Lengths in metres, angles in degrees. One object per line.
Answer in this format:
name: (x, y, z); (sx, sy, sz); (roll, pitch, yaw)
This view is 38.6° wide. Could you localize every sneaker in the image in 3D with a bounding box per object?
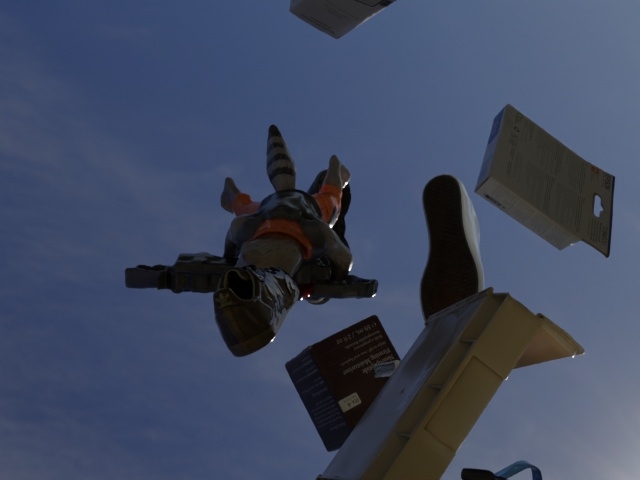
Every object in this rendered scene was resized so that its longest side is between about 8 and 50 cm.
sneaker: (0.233, 0.042, 1.531); (0.123, 0.106, 0.290); (34, -125, -60)
sneaker: (-0.068, 0.050, 0.943); (0.188, 0.066, 0.071); (-81, -33, -73)
sneaker: (0.000, 0.000, 1.752); (0.101, 0.106, 0.267); (19, -114, -26)

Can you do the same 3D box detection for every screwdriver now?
screwdriver: (0.300, 0.374, 1.406); (0.170, 0.025, 0.024); (8, -148, 20)

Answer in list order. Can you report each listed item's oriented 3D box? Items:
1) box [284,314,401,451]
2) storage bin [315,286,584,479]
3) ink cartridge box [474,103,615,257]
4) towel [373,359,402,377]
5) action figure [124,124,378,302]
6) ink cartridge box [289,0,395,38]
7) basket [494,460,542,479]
box: (0.063, 0.285, 1.822); (0.168, 0.167, 0.203); (-24, -101, -27)
storage bin: (0.136, 0.202, 1.017); (0.123, 0.260, 0.262); (38, -107, -1)
ink cartridge box: (0.355, -0.087, 1.430); (0.224, 0.045, 0.223); (33, -139, -6)
towel: (0.176, 0.220, 1.533); (0.152, 0.113, 0.023); (6, -103, -15)
action figure: (-0.095, -0.023, 1.257); (0.341, 0.178, 0.330); (-1, -154, -3)
ink cartridge box: (0.057, -0.336, 1.028); (0.082, 0.191, 0.139); (21, -117, -31)
basket: (0.262, 0.525, 1.487); (0.255, 0.288, 0.201); (-14, -161, -23)
